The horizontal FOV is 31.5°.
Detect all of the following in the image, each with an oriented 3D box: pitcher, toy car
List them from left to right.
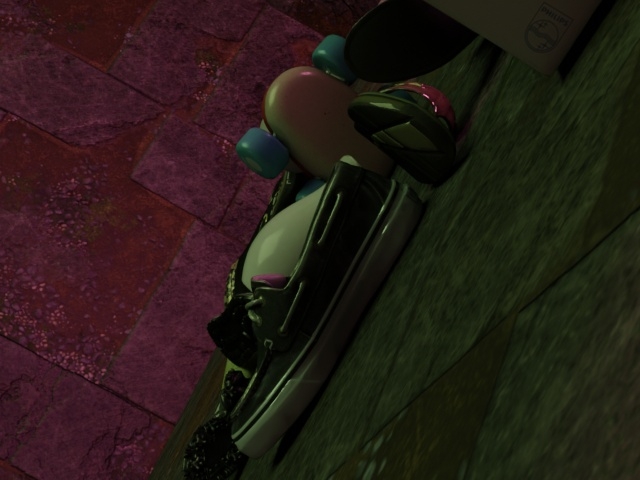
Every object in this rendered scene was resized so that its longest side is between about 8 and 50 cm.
[{"bbox_3d":[-0.009,-0.146,1.676,0.219,0.210,0.238,-53,9,-14],"label":"toy car"},{"bbox_3d":[0.000,0.000,1.462,0.207,0.125,0.178,-50,-8,0],"label":"pitcher"}]

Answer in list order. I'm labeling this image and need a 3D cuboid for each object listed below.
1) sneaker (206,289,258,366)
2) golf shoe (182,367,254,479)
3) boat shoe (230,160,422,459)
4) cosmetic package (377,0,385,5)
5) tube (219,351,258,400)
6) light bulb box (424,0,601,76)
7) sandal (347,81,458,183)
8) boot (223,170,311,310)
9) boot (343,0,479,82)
[{"bbox_3d":[-0.065,0.095,1.621,0.124,0.107,0.283,-38,7,-25],"label":"sneaker"},{"bbox_3d":[-0.123,0.264,1.486,0.198,0.077,0.094,-60,-12,-48],"label":"golf shoe"},{"bbox_3d":[-0.022,0.068,1.206,0.335,0.119,0.121,-60,5,4],"label":"boat shoe"},{"bbox_3d":[0.154,-0.419,2.252,0.160,0.113,0.309,-60,4,9],"label":"cosmetic package"},{"bbox_3d":[-0.121,0.232,1.692,0.240,0.062,0.070,-82,-17,-64],"label":"tube"},{"bbox_3d":[0.193,-0.379,0.966,0.361,0.225,0.358,-58,5,22],"label":"light bulb box"},{"bbox_3d":[0.095,-0.132,1.238,0.086,0.120,0.303,-46,5,3],"label":"sandal"},{"bbox_3d":[-0.038,-0.030,1.896,0.284,0.138,0.377,-53,14,56],"label":"boot"},{"bbox_3d":[0.139,-0.257,1.336,0.263,0.091,0.229,-28,6,-2],"label":"boot"}]
